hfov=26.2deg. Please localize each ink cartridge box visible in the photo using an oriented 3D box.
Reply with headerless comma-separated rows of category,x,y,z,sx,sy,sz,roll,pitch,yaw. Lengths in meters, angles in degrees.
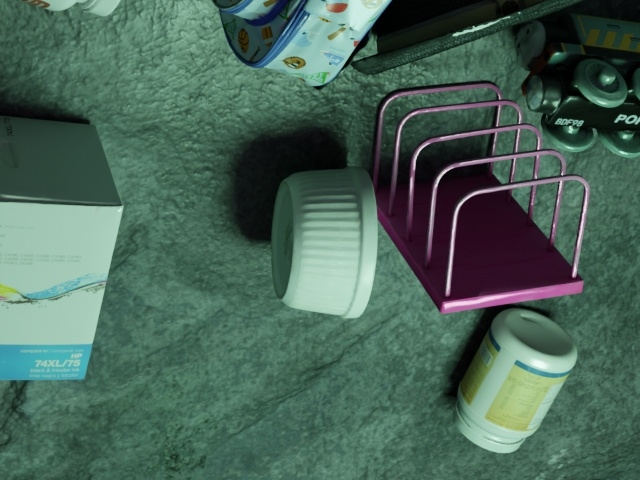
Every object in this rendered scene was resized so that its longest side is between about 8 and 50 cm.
ink cartridge box,-0.380,0.009,1.707,0.197,0.198,0.270,3,124,-23

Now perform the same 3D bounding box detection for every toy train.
toy train,0.419,-0.219,1.870,0.333,0.190,0.142,3,144,-20

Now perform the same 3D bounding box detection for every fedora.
fedora,0.176,-0.323,1.689,0.334,0.334,0.153,-20,97,-7

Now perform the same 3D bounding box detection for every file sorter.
file sorter,0.207,-0.070,1.831,0.202,0.291,0.182,-8,125,-17

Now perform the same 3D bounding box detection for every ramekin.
ramekin,0.000,0.000,1.859,0.109,0.207,0.207,3,124,-13

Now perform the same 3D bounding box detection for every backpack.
backpack,-0.019,-0.318,1.580,0.213,0.276,0.263,10,127,-23

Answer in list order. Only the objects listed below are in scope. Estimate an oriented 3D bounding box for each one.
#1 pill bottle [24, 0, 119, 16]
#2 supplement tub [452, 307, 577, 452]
pill bottle,-0.324,-0.328,1.527,0.216,0.121,0.121,17,117,-32
supplement tub,0.305,0.224,2.184,0.144,0.144,0.200,8,122,-27
